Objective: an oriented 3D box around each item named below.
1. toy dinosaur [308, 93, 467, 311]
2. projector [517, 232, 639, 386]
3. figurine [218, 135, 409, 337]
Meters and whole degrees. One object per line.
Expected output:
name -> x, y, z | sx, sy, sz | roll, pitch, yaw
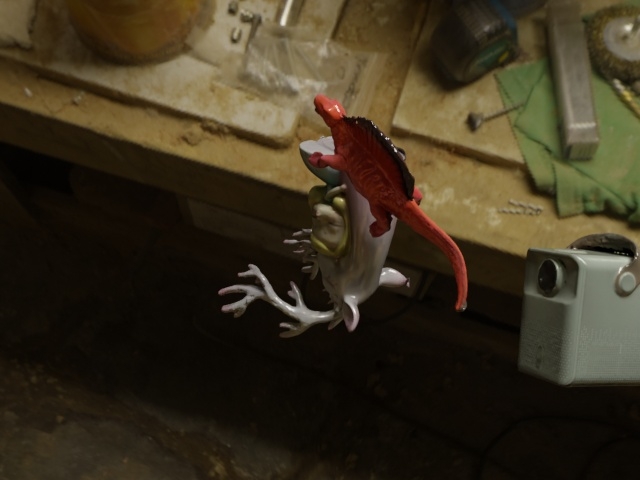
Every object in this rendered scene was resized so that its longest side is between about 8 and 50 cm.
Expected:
toy dinosaur -> 0.087, -0.053, 0.881 | 0.070, 0.139, 0.286 | -37, 84, -19
projector -> 0.425, 0.107, 1.315 | 0.177, 0.163, 0.242 | 4, 95, -22
figurine -> 0.012, -0.001, 1.269 | 0.284, 0.206, 0.315 | 17, 109, 36
